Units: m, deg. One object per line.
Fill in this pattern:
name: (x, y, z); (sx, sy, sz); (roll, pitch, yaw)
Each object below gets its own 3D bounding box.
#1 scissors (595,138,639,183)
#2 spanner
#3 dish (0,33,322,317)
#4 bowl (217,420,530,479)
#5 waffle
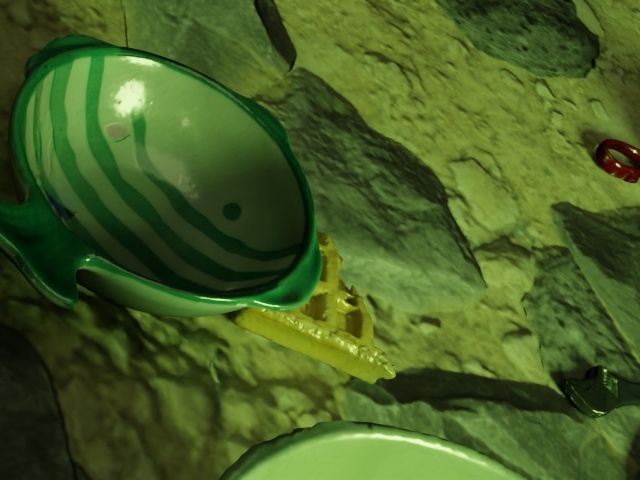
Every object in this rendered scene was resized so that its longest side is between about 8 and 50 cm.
scissors: (0.375, -0.040, 1.210); (0.247, 0.017, 0.144); (-3, 56, -43)
spanner: (0.268, 0.126, 0.965); (0.208, 0.012, 0.046); (12, 47, -33)
dish: (-0.113, -0.017, 0.734); (0.224, 0.078, 0.246); (46, 38, 7)
bowl: (0.024, 0.250, 0.525); (0.307, 0.163, 0.307); (23, 42, -22)
waffle: (0.000, 0.000, 0.846); (0.125, 0.032, 0.191); (24, 43, -17)
